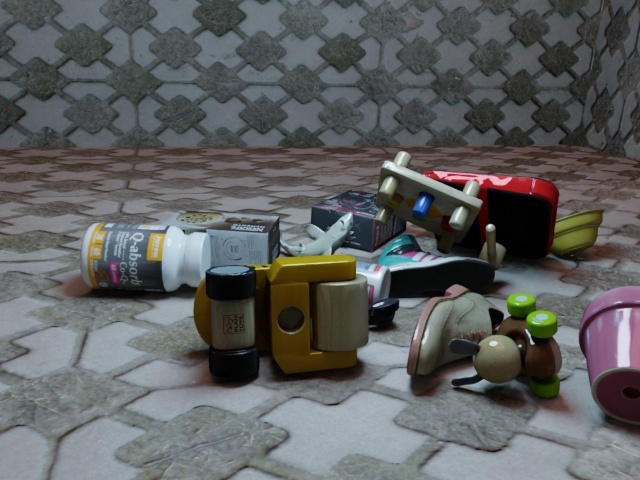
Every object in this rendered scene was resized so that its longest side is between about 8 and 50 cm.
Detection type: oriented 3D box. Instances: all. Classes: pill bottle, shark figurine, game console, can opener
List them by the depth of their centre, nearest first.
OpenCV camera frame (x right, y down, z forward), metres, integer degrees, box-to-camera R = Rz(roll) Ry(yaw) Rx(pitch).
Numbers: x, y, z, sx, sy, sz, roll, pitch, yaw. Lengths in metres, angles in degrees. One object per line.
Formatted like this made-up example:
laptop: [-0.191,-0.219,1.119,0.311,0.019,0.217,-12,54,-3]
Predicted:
can opener: [0.082,0.166,1.294,0.186,0.073,0.059,-14,31,-16]
pill bottle: [0.066,0.099,1.403,0.180,0.108,0.108,10,21,20]
pill bottle: [-0.412,0.041,1.436,0.278,0.162,0.162,2,19,0]
game console: [0.469,-0.069,1.654,0.342,0.060,0.386,12,-23,23]
shark figurine: [-0.021,0.018,1.689,0.278,0.166,0.116,-4,-14,33]

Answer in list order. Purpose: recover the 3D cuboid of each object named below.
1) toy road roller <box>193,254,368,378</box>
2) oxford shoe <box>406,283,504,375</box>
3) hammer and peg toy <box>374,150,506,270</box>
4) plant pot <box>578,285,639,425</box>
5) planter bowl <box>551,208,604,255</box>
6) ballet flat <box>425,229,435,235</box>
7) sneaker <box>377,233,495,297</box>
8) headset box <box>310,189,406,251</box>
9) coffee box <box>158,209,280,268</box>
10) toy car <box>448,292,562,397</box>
toy road roller: [-0.083,0.128,1.181,0.329,0.202,0.240,-3,9,-9]
oxford shoe: [0.275,0.178,1.185,0.130,0.123,0.348,19,25,26]
hammer and peg toy: [0.313,-0.073,1.497,0.361,0.127,0.266,24,-17,11]
plant pot: [0.550,0.211,1.041,0.201,0.201,0.180,11,37,25]
planter bowl: [0.740,-0.011,1.766,0.217,0.090,0.217,-14,-13,-3]
ballet flat: [0.333,-0.081,1.855,0.248,0.086,0.086,32,14,-14]
sneaker: [0.277,0.062,1.529,0.295,0.124,0.178,-2,29,-7]
headset box: [0.118,-0.066,1.877,0.218,0.110,0.293,13,22,27]
coffee box: [-0.269,0.001,1.629,0.297,0.119,0.168,4,18,7]
toy car: [0.323,0.205,1.090,0.188,0.155,0.149,-13,21,-5]
